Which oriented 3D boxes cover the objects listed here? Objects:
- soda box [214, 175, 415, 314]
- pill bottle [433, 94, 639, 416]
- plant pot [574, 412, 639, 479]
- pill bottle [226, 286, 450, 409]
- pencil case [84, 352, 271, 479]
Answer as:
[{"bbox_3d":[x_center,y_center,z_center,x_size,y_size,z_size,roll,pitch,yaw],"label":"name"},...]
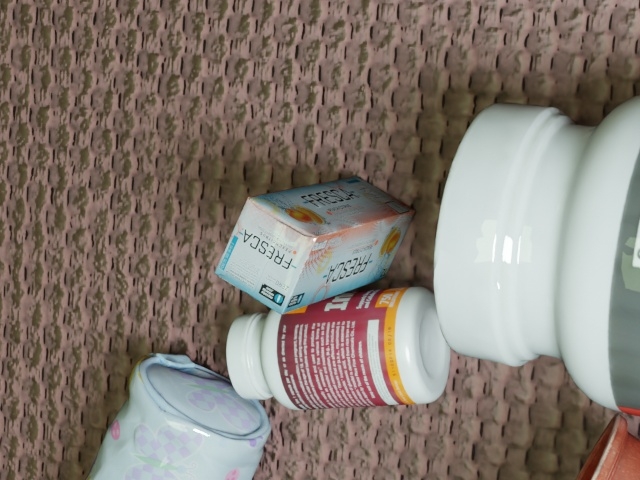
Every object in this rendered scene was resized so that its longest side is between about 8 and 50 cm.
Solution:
[{"bbox_3d":[0.000,0.000,1.186,0.058,0.183,0.063,30,107,19],"label":"soda box"},{"bbox_3d":[0.270,0.018,1.054,0.363,0.210,0.210,9,98,24],"label":"pill bottle"},{"bbox_3d":[0.245,0.290,1.071,0.265,0.272,0.272,27,105,9],"label":"plant pot"},{"bbox_3d":[0.012,0.081,1.242,0.152,0.086,0.086,-6,93,24],"label":"pill bottle"},{"bbox_3d":[-0.146,0.222,1.311,0.124,0.113,0.273,35,108,27],"label":"pencil case"}]
